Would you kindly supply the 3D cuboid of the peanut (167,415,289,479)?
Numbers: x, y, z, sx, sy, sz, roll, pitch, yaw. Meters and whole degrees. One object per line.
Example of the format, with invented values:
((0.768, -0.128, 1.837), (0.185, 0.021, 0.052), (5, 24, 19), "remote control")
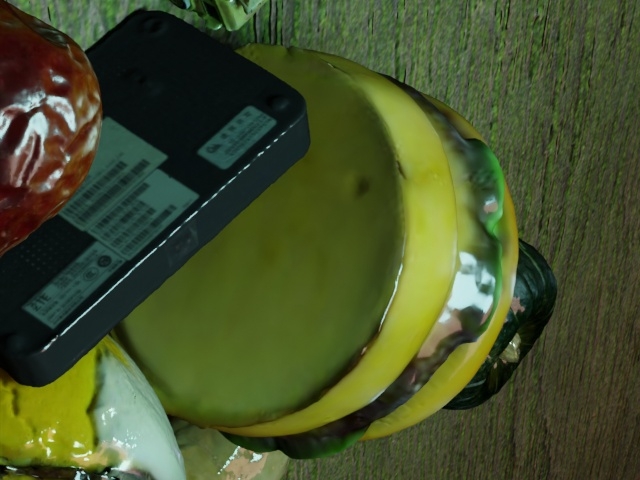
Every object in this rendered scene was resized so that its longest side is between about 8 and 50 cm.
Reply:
((-0.165, 0.277, 1.961), (0.387, 0.169, 0.192), (-48, 147, -24), "peanut")

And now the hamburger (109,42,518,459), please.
((0.000, 0.000, 1.725), (0.277, 0.396, 0.396), (14, 107, -59), "hamburger")

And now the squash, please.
((0.199, 0.107, 2.364), (0.252, 0.165, 0.252), (-40, 150, -29), "squash")

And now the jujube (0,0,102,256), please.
((-0.287, -0.067, 1.399), (0.255, 0.190, 0.190), (-50, 154, 13), "jujube")

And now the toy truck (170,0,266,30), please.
((-0.092, -0.265, 1.568), (0.085, 0.116, 0.191), (-46, 150, -17), "toy truck")

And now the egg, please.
((-0.275, 0.161, 1.593), (0.337, 0.337, 0.201), (53, 36, -61), "egg")

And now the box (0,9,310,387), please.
((-0.191, -0.046, 1.533), (0.350, 0.211, 0.058), (-45, 152, -23), "box")
